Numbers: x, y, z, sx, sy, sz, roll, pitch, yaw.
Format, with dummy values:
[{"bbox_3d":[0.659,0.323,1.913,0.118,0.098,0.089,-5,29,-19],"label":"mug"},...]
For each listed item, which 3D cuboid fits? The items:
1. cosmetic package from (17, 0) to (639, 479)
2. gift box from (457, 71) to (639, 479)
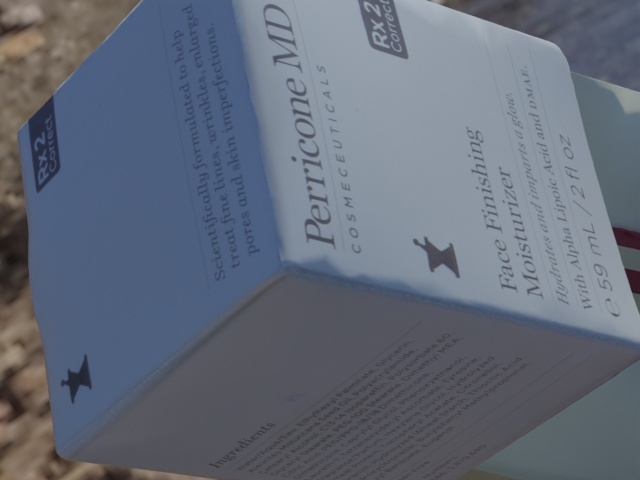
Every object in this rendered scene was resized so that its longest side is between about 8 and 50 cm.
[{"bbox_3d":[0.000,0.000,0.786,0.151,0.184,0.151,-39,51,39],"label":"cosmetic package"},{"bbox_3d":[0.117,0.055,1.050,0.276,0.258,0.255,159,122,-64],"label":"gift box"}]
